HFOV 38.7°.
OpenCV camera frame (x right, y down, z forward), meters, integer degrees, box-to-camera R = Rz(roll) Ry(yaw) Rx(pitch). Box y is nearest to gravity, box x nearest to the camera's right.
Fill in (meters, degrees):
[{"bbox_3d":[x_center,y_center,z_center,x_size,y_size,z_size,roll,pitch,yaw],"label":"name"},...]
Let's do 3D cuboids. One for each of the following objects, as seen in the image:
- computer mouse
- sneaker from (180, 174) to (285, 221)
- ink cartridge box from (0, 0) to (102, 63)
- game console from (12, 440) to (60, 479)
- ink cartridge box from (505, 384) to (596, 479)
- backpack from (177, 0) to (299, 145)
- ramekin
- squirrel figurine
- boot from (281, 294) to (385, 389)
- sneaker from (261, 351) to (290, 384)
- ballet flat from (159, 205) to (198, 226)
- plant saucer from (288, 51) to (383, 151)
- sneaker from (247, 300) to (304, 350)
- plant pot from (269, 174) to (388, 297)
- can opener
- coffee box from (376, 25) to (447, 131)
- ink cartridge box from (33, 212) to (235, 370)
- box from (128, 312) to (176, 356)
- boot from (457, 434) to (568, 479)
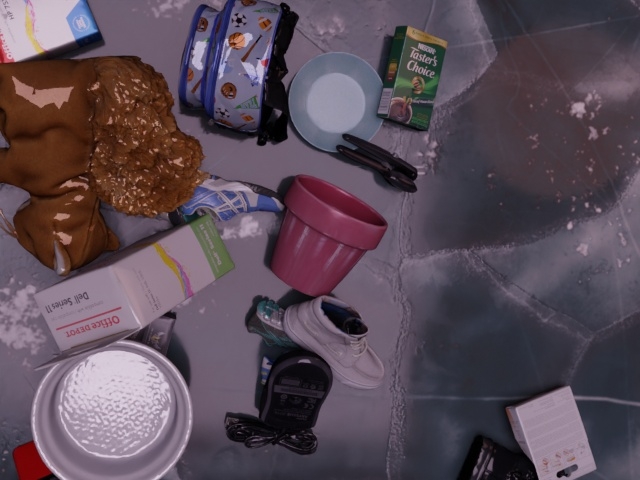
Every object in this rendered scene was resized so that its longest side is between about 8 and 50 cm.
[{"bbox_3d":[-0.062,0.295,1.746,0.188,0.072,0.272,14,127,-12],"label":"computer mouse"},{"bbox_3d":[-0.170,-0.074,1.733,0.211,0.080,0.081,9,86,-20],"label":"sneaker"},{"bbox_3d":[-0.536,-0.396,1.672,0.231,0.078,0.134,-23,96,-7],"label":"ink cartridge box"},{"bbox_3d":[-0.498,0.441,1.752,0.144,0.085,0.124,-22,127,-7],"label":"game console"},{"bbox_3d":[0.471,0.401,1.857,0.145,0.045,0.179,-16,88,-23],"label":"ink cartridge box"},{"bbox_3d":[-0.143,-0.321,1.643,0.213,0.263,0.277,6,93,-9],"label":"backpack"},{"bbox_3d":[-0.371,0.304,1.646,0.277,0.135,0.277,-1,94,-10],"label":"ramekin"},{"bbox_3d":[-0.407,-0.127,1.581,0.396,0.281,0.371,-1,101,15],"label":"squirrel figurine"},{"bbox_3d":[0.055,0.198,1.742,0.258,0.123,0.095,36,53,-24],"label":"boot"},{"bbox_3d":[-0.048,0.246,1.793,0.144,0.053,0.059,-8,92,-9],"label":"sneaker"},{"bbox_3d":[-0.288,-0.090,1.736,0.074,0.074,0.203,-20,102,-7],"label":"ballet flat"},{"bbox_3d":[0.032,-0.269,1.787,0.194,0.037,0.195,0,93,-8],"label":"plant saucer"},{"bbox_3d":[-0.073,0.183,1.788,0.166,0.065,0.076,36,120,-20],"label":"sneaker"},{"bbox_3d":[0.000,0.000,1.727,0.201,0.201,0.180,26,104,-9],"label":"plant pot"},{"bbox_3d":[0.115,-0.157,1.778,0.186,0.073,0.059,31,93,-21],"label":"can opener"},{"bbox_3d":[0.180,-0.317,1.784,0.113,0.040,0.184,13,90,-36],"label":"coffee box"},{"bbox_3d":[-0.336,0.082,1.567,0.207,0.353,0.119,-19,99,33],"label":"ink cartridge box"},{"bbox_3d":[-0.393,0.230,1.736,0.183,0.056,0.231,16,91,-10],"label":"box"},{"bbox_3d":[0.373,0.541,1.850,0.207,0.094,0.247,25,83,-5],"label":"boot"}]
